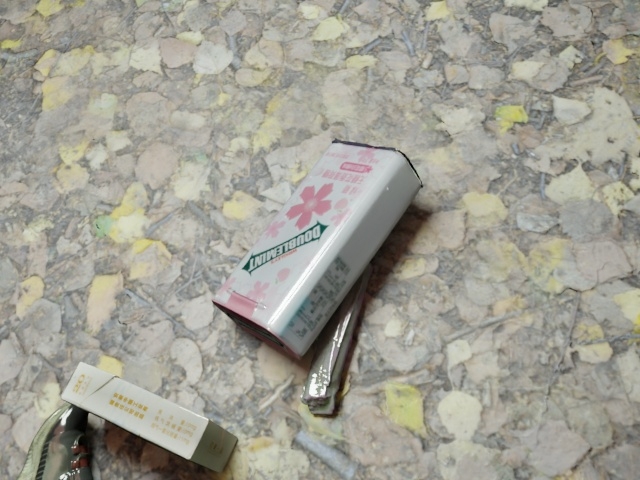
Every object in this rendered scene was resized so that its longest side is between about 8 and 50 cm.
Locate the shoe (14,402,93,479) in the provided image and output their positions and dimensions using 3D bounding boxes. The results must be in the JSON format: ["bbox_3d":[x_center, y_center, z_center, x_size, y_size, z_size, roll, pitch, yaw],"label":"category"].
[{"bbox_3d":[-0.401,0.365,1.006,0.112,0.099,0.228,21,73,13],"label":"shoe"}]

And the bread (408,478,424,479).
[{"bbox_3d":[0.080,0.385,0.933,0.153,0.028,0.068,-8,63,6],"label":"bread"}]

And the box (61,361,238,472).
[{"bbox_3d":[-0.257,0.272,0.988,0.233,0.149,0.067,18,65,18],"label":"box"}]

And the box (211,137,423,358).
[{"bbox_3d":[0.000,0.000,1.072,0.190,0.112,0.370,20,66,47],"label":"box"}]

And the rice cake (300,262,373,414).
[{"bbox_3d":[0.031,0.148,1.051,0.055,0.049,0.270,0,61,35],"label":"rice cake"}]
